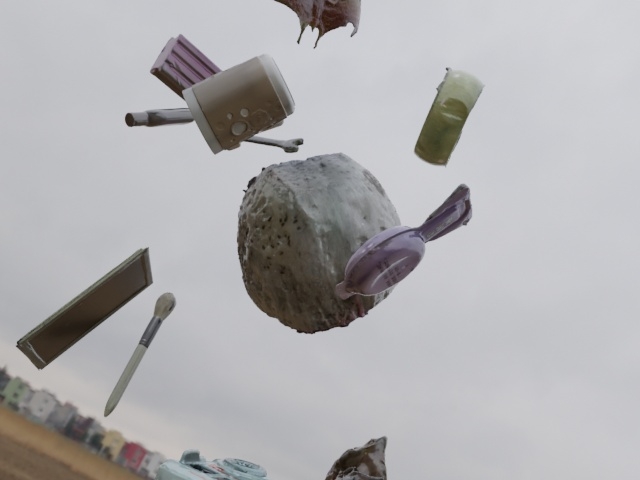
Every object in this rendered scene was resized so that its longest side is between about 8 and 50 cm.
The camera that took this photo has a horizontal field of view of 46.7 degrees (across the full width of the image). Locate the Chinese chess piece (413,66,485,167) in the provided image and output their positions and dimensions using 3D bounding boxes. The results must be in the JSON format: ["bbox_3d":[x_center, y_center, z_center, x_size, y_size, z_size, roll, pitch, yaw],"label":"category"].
[{"bbox_3d":[0.243,-0.235,1.425,0.083,0.188,0.188,25,-21,5],"label":"Chinese chess piece"}]

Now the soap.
[{"bbox_3d":[-0.327,-0.422,1.922,0.203,0.122,0.065,39,-23,-32],"label":"soap"}]

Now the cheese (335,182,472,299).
[{"bbox_3d":[0.098,0.009,0.864,0.042,0.191,0.105,56,-2,27],"label":"cheese"}]

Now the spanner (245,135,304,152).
[{"bbox_3d":[-0.136,-0.213,1.572,0.254,0.054,0.015,14,-50,37],"label":"spanner"}]

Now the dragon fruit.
[{"bbox_3d":[0.000,0.000,1.212,0.283,0.204,0.221,-15,-51,-4],"label":"dragon fruit"}]

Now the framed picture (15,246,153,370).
[{"bbox_3d":[-0.390,0.116,1.257,0.014,0.252,0.197,47,-21,8],"label":"framed picture"}]

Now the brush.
[{"bbox_3d":[-0.372,0.232,1.537,0.042,0.299,0.039,28,-34,-10],"label":"brush"}]

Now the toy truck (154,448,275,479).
[{"bbox_3d":[-0.058,0.318,0.752,0.305,0.136,0.162,9,-13,40],"label":"toy truck"}]

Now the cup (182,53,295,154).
[{"bbox_3d":[-0.077,-0.134,0.777,0.102,0.099,0.074,63,0,-44],"label":"cup"}]

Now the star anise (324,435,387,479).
[{"bbox_3d":[0.036,0.504,1.341,0.117,0.332,0.332,21,-21,5],"label":"star anise"}]

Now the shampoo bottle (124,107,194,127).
[{"bbox_3d":[-0.358,-0.272,1.644,0.080,0.040,0.165,4,12,38],"label":"shampoo bottle"}]

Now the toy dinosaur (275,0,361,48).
[{"bbox_3d":[-0.036,-0.587,1.863,0.113,0.327,0.207,19,-55,57],"label":"toy dinosaur"}]
